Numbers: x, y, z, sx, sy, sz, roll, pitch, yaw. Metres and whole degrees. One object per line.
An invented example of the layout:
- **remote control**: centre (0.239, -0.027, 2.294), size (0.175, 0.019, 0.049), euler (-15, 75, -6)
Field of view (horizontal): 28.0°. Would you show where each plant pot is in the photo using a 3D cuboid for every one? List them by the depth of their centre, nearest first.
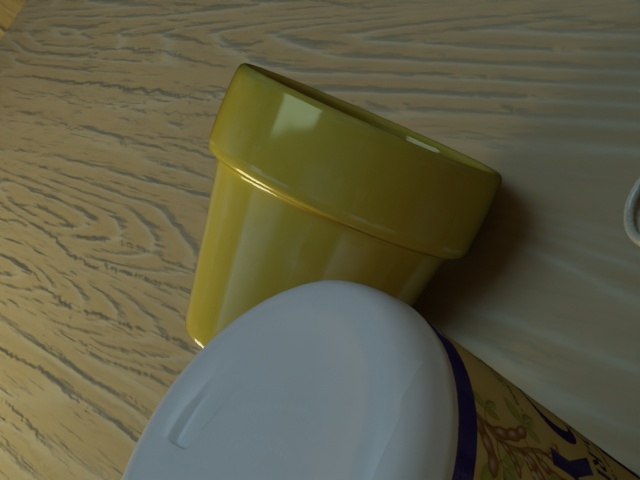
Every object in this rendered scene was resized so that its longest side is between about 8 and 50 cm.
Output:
- **plant pot**: centre (0.000, 0.000, 1.137), size (0.254, 0.254, 0.239), euler (37, 106, 59)

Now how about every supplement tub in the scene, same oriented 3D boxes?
- **supplement tub**: centre (0.069, 0.199, 0.730), size (0.241, 0.331, 0.241), euler (-34, 37, 30)

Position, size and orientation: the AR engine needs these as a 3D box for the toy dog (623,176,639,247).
- **toy dog**: centre (0.355, -0.013, 0.780), size (0.333, 0.161, 0.220), euler (-45, 31, 43)
